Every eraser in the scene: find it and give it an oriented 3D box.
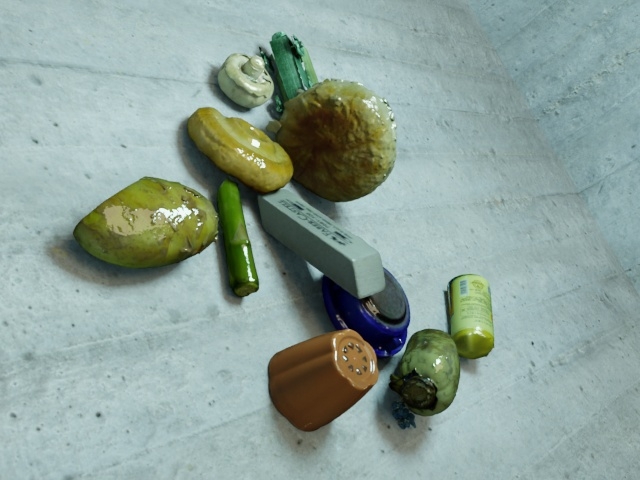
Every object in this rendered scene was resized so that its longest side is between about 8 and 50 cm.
[{"bbox_3d":[0.000,-0.001,1.659,0.353,0.077,0.111,35,27,27],"label":"eraser"}]

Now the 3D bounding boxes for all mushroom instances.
[{"bbox_3d":[-0.184,-0.413,1.847,0.154,0.122,0.154,25,42,-24],"label":"mushroom"}]

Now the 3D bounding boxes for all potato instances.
[{"bbox_3d":[-0.321,-0.035,1.373,0.298,0.141,0.176,-7,58,-50],"label":"potato"}]

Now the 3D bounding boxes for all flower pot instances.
[{"bbox_3d":[0.016,0.273,1.474,0.191,0.173,0.190,27,46,-32],"label":"flower pot"}]

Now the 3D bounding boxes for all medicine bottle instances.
[{"bbox_3d":[0.415,0.214,2.009,0.124,0.124,0.238,33,42,-26],"label":"medicine bottle"}]

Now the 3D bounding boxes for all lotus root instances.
[{"bbox_3d":[0.254,0.294,1.712,0.173,0.173,0.309,50,19,-5],"label":"lotus root"}]

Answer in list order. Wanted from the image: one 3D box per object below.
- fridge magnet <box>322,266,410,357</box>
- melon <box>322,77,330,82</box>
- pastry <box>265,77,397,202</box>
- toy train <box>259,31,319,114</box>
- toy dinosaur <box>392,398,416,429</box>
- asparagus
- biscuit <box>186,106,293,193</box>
[{"bbox_3d":[0.114,0.152,1.726,0.266,0.113,0.265,30,40,-29],"label":"fridge magnet"},{"bbox_3d":[0.055,-0.384,2.118,0.160,0.079,0.128,41,-11,24],"label":"melon"},{"bbox_3d":[0.043,-0.251,1.816,0.329,0.330,0.136,51,33,-4],"label":"pastry"},{"bbox_3d":[-0.069,-0.428,2.013,0.189,0.127,0.307,53,17,-66],"label":"toy train"},{"bbox_3d":[0.195,0.402,1.683,0.083,0.031,0.047,57,38,3],"label":"toy dinosaur"},{"bbox_3d":[-0.184,-0.009,1.570,0.060,0.067,0.277,-5,57,-17],"label":"asparagus"},{"bbox_3d":[-0.171,-0.206,1.686,0.274,0.091,0.213,27,23,-37],"label":"biscuit"}]
